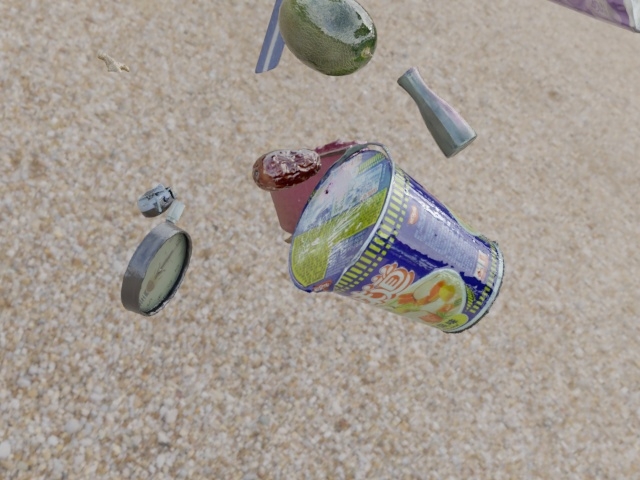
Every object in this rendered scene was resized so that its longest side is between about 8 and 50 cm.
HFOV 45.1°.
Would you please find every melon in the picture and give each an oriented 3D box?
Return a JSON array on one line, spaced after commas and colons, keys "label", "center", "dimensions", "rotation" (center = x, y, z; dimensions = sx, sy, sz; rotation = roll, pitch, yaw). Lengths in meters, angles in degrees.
[{"label": "melon", "center": [0.013, -0.295, 1.087], "dimensions": [0.167, 0.114, 0.114], "rotation": [36, 32, 27]}]

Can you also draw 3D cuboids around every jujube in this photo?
[{"label": "jujube", "center": [-0.060, -0.130, 1.382], "dimensions": [0.129, 0.077, 0.077], "rotation": [-19, 60, -24]}]

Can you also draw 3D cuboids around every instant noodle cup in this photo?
[{"label": "instant noodle cup", "center": [0.148, 0.022, 1.357], "dimensions": [0.312, 0.284, 0.284], "rotation": [28, 35, -26]}]

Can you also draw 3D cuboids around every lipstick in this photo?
[{"label": "lipstick", "center": [-0.339, -0.038, 1.723], "dimensions": [0.025, 0.025, 0.107], "rotation": [36, 72, -33]}]

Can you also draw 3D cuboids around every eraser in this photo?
[{"label": "eraser", "center": [-0.060, -0.390, 1.306], "dimensions": [0.036, 0.225, 0.082], "rotation": [18, 24, -4]}]

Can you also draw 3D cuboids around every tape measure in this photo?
[{"label": "tape measure", "center": [-0.414, -0.098, 1.946], "dimensions": [0.094, 0.091, 0.054], "rotation": [-40, 122, -24]}]

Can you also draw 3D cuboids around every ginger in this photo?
[{"label": "ginger", "center": [-0.571, -0.478, 2.115], "dimensions": [0.097, 0.030, 0.048], "rotation": [25, 50, -35]}]

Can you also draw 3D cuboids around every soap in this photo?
[{"label": "soap", "center": [0.005, -0.140, 2.053], "dimensions": [0.127, 0.325, 0.220], "rotation": [-35, 110, -49]}]

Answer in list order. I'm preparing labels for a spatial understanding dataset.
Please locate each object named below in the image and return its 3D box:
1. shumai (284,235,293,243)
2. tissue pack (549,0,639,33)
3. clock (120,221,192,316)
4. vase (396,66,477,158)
[{"label": "shumai", "center": [0.000, 0.000, 2.196], "dimensions": [0.201, 0.120, 0.201], "rotation": [-12, 40, 10]}, {"label": "tissue pack", "center": [0.398, -0.377, 0.911], "dimensions": [0.338, 0.242, 0.160], "rotation": [-103, 168, -66]}, {"label": "clock", "center": [-0.304, 0.056, 1.444], "dimensions": [0.040, 0.184, 0.184], "rotation": [24, 33, 13]}, {"label": "vase", "center": [0.257, -0.293, 1.741], "dimensions": [0.214, 0.086, 0.086], "rotation": [54, 38, 6]}]
